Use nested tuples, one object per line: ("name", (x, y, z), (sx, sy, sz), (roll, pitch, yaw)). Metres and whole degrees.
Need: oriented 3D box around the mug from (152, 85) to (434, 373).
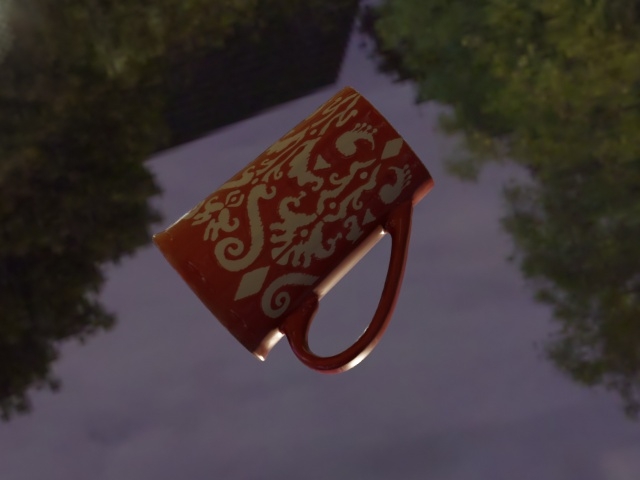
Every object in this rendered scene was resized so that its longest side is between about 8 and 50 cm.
("mug", (-0.003, -0.003, 0.967), (0.169, 0.150, 0.113), (-42, -170, -2))
